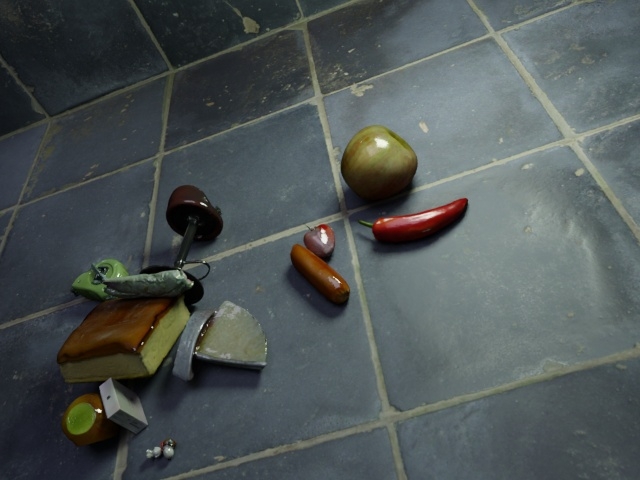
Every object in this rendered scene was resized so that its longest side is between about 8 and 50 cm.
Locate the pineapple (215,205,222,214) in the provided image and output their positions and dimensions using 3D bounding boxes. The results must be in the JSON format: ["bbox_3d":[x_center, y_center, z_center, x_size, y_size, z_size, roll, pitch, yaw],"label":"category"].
[{"bbox_3d":[-0.431,-0.086,2.285,0.124,0.058,0.058,-40,45,-23],"label":"pineapple"}]

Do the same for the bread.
[{"bbox_3d":[-0.629,0.307,1.889,0.333,0.143,0.323,-10,26,16],"label":"bread"}]

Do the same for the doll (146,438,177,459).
[{"bbox_3d":[-0.450,0.594,1.662,0.085,0.040,0.058,-5,58,20],"label":"doll"}]

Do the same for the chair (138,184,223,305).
[{"bbox_3d":[-0.480,0.008,2.088,0.227,0.226,0.401,-9,47,18],"label":"chair"}]

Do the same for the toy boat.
[{"bbox_3d":[-0.307,0.310,1.827,0.294,0.111,0.276,-7,45,2],"label":"toy boat"}]

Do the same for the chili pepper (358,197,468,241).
[{"bbox_3d":[0.304,-0.056,1.898,0.368,0.092,0.137,-9,27,9],"label":"chili pepper"}]

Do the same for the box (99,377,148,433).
[{"bbox_3d":[-0.591,0.495,1.749,0.051,0.130,0.129,-37,44,-3],"label":"box"}]

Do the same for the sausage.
[{"bbox_3d":[-0.011,0.104,1.879,0.083,0.089,0.300,-44,46,-9],"label":"sausage"}]

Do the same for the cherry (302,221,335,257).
[{"bbox_3d":[-0.004,0.004,1.971,0.106,0.087,0.126,-11,64,6],"label":"cherry"}]

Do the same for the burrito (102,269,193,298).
[{"bbox_3d":[-0.566,0.149,1.910,0.309,0.096,0.066,-5,44,15],"label":"burrito"}]

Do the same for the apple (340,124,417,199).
[{"bbox_3d":[0.198,-0.262,2.025,0.234,0.257,0.257,-54,40,19],"label":"apple"}]

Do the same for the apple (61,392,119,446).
[{"bbox_3d":[-0.686,0.543,1.743,0.147,0.146,0.163,-36,68,-9],"label":"apple"}]

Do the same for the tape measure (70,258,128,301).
[{"bbox_3d":[-0.815,0.149,2.199,0.200,0.106,0.175,9,57,29],"label":"tape measure"}]
